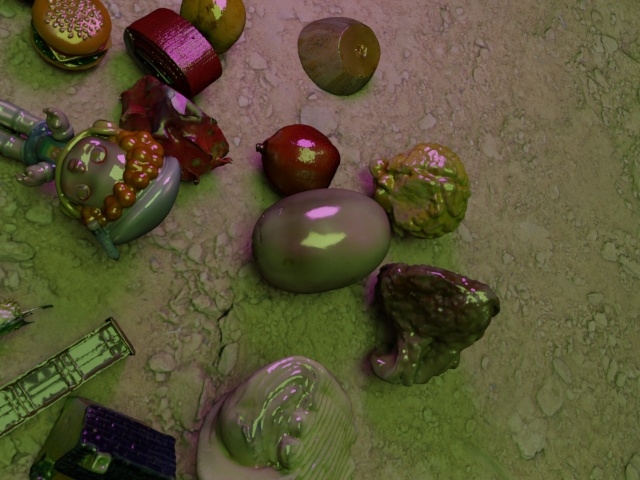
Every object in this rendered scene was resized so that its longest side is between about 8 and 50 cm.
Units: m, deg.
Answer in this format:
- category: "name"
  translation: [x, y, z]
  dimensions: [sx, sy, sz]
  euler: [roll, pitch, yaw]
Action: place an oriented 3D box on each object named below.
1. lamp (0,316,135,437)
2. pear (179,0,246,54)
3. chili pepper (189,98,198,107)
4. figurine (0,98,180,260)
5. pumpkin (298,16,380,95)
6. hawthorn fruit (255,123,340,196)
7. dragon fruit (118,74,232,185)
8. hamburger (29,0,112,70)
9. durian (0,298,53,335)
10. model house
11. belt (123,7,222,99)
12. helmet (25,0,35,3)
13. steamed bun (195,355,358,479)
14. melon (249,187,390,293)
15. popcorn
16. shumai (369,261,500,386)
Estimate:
- category: "lamp"
  translation: [-0.498, 0.260, 1.023]
  dimensions: [0.325, 0.089, 0.090]
  euler: [-33, 95, -27]
- category: "pear"
  translation: [-0.243, -0.498, 1.284]
  dimensions: [0.149, 0.149, 0.162]
  euler: [21, 63, -21]
- category: "chili pepper"
  translation: [-0.274, -0.261, 1.283]
  dimensions: [0.045, 0.027, 0.178]
  euler: [-25, 90, -32]
- category: "figurine"
  translation: [-0.445, -0.158, 1.096]
  dimensions: [0.382, 0.205, 0.224]
  euler: [40, 89, 1]
- category: "pumpkin"
  translation: [0.065, -0.487, 1.460]
  dimensions: [0.217, 0.110, 0.217]
  euler: [7, 77, -31]
- category: "hawthorn fruit"
  translation: [-0.056, -0.180, 1.300]
  dimensions: [0.188, 0.169, 0.169]
  euler: [11, 74, -25]
- category: "dragon fruit"
  translation: [-0.320, -0.215, 1.183]
  dimensions: [0.274, 0.126, 0.161]
  euler: [35, 77, -5]
- category: "hamburger"
  translation: [-0.503, -0.427, 1.159]
  dimensions: [0.162, 0.115, 0.162]
  euler: [6, 77, -26]
- category: "durian"
  translation: [-0.658, 0.123, 0.965]
  dimensions: [0.375, 0.132, 0.106]
  euler: [-6, 105, -23]
- category: "model house"
  translation: [-0.359, 0.386, 0.980]
  dimensions: [0.194, 0.211, 0.170]
  euler: [37, 65, -27]
- category: "belt"
  translation: [-0.322, -0.394, 1.226]
  dimensions: [0.201, 0.128, 0.124]
  euler: [42, 63, 0]
- category: "helmet"
  translation: [-0.594, -0.529, 1.164]
  dimensions: [0.123, 0.070, 0.098]
  euler: [27, 60, -6]
- category: "steamed bun"
  translation: [-0.097, 0.409, 1.097]
  dimensions: [0.339, 0.247, 0.352]
  euler: [-60, 142, -34]
- category: "melon"
  translation: [0.000, 0.000, 1.244]
  dimensions: [0.317, 0.223, 0.223]
  euler: [-11, 83, -18]
- category: "popcorn"
  translation: [0.250, -0.128, 1.414]
  dimensions: [0.212, 0.259, 0.259]
  euler: [-24, 90, -53]
- category: "shumai"
  translation: [0.235, 0.203, 1.279]
  dimensions: [0.267, 0.314, 0.262]
  euler: [29, 71, -31]
